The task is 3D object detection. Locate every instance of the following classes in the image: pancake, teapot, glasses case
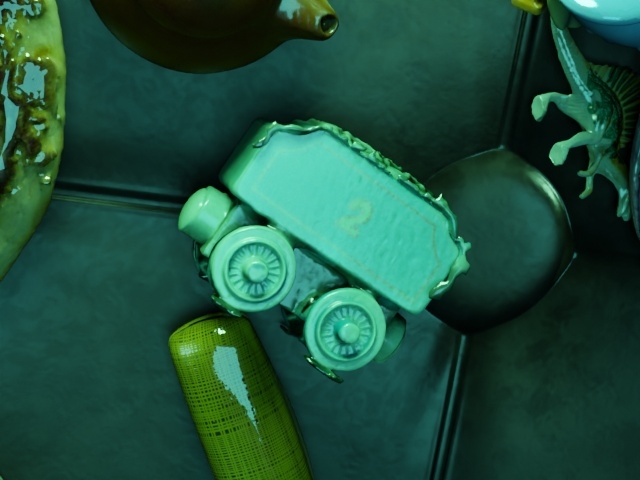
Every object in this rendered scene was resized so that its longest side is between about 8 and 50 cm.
[{"bbox_3d":[-0.313,-0.070,0.993,0.244,0.057,0.266,5,100,-2],"label":"pancake"},{"bbox_3d":[-0.098,-0.215,0.936,0.252,0.135,0.178,29,95,-17],"label":"teapot"},{"bbox_3d":[-0.054,0.167,1.087,0.079,0.064,0.234,-17,109,3],"label":"glasses case"}]

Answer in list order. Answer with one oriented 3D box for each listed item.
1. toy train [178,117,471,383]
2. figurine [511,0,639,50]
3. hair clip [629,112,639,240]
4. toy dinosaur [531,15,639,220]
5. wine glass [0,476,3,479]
[{"bbox_3d":[0.000,0.000,1.028,0.203,0.112,0.163,34,91,-17],"label":"toy train"},{"bbox_3d":[0.262,-0.190,0.957,0.262,0.154,0.180,29,77,21],"label":"figurine"},{"bbox_3d":[0.328,-0.132,1.071,0.095,0.110,0.359,30,112,27],"label":"hair clip"},{"bbox_3d":[0.226,-0.108,1.075,0.106,0.044,0.187,-2,93,-23],"label":"toy dinosaur"},{"bbox_3d":[-0.413,0.325,0.982,0.406,0.267,0.267,-38,108,8],"label":"wine glass"}]
